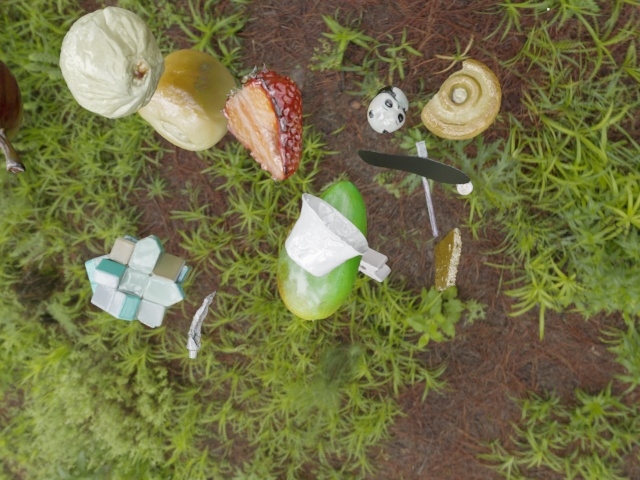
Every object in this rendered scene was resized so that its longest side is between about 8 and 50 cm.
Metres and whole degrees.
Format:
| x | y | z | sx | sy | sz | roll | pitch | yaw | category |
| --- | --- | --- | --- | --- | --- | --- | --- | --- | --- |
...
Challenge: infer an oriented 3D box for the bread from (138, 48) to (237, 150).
| x | y | z | sx | sy | sz | roll | pitch | yaw | category |
| --- | --- | --- | --- | --- | --- | --- | --- | --- | --- |
| -0.485 | -0.537 | 1.752 | 0.348 | 0.376 | 0.253 | 34 | 138 | -18 | bread |

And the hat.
| x | y | z | sx | sy | sz | roll | pitch | yaw | category |
| --- | --- | --- | --- | --- | --- | --- | --- | --- | --- |
| 0.000 | 0.000 | 1.045 | 0.203 | 0.203 | 0.126 | 42 | 108 | 2 | hat |

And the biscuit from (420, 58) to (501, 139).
| x | y | z | sx | sy | sz | roll | pitch | yaw | category |
| --- | --- | --- | --- | --- | --- | --- | --- | --- | --- |
| 0.488 | -0.459 | 1.546 | 0.213 | 0.091 | 0.274 | 37 | 89 | 12 | biscuit |

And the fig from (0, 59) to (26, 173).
| x | y | z | sx | sy | sz | roll | pitch | yaw | category |
| --- | --- | --- | --- | --- | --- | --- | --- | --- | --- |
| -0.654 | -0.235 | 0.902 | 0.321 | 0.217 | 0.217 | 38 | 125 | 16 | fig |

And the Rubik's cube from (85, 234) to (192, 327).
| x | y | z | sx | sy | sz | roll | pitch | yaw | category |
| --- | --- | --- | --- | --- | --- | --- | --- | --- | --- |
| -0.463 | 0.090 | 1.176 | 0.265 | 0.213 | 0.224 | 28 | 84 | -6 | Rubik's cube |

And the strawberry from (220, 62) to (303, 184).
| x | y | z | sx | sy | sz | roll | pitch | yaw | category |
| --- | --- | --- | --- | --- | --- | --- | --- | --- | --- |
| -0.118 | -0.335 | 1.265 | 0.280 | 0.150 | 0.253 | 50 | 144 | 4 | strawberry |

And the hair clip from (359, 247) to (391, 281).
| x | y | z | sx | sy | sz | roll | pitch | yaw | category |
| --- | --- | --- | --- | --- | --- | --- | --- | --- | --- |
| 0.111 | 0.040 | 1.697 | 0.330 | 0.085 | 0.101 | 26 | 151 | 39 | hair clip |

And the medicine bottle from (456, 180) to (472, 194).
| x | y | z | sx | sy | sz | roll | pitch | yaw | category |
| --- | --- | --- | --- | --- | --- | --- | --- | --- | --- |
| 0.511 | -0.202 | 1.652 | 0.052 | 0.089 | 0.052 | 4 | 119 | 7 | medicine bottle |

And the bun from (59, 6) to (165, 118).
| x | y | z | sx | sy | sz | roll | pitch | yaw | category |
| --- | --- | --- | --- | --- | --- | --- | --- | --- | --- |
| -0.401 | -0.354 | 0.940 | 0.134 | 0.220 | 0.220 | 29 | 124 | 17 | bun |

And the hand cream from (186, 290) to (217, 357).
| x | y | z | sx | sy | sz | roll | pitch | yaw | category |
| --- | --- | --- | --- | --- | --- | --- | --- | --- | --- |
| -0.431 | 0.303 | 1.663 | 0.050 | 0.084 | 0.257 | 20 | 102 | 13 | hand cream |

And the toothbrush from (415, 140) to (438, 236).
| x | y | z | sx | sy | sz | roll | pitch | yaw | category |
| --- | --- | --- | --- | --- | --- | --- | --- | --- | --- |
| 0.357 | -0.162 | 1.522 | 0.029 | 0.024 | 0.354 | -12 | 121 | 12 | toothbrush |

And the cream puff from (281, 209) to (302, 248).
| x | y | z | sx | sy | sz | roll | pitch | yaw | category |
| --- | --- | --- | --- | --- | --- | --- | --- | --- | --- |
| -0.012 | 0.006 | 1.438 | 0.196 | 0.244 | 0.244 | 18 | 122 | 0 | cream puff |

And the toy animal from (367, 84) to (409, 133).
| x | y | z | sx | sy | sz | roll | pitch | yaw | category |
| --- | --- | --- | --- | --- | --- | --- | --- | --- | --- |
| 0.255 | -0.471 | 1.714 | 0.138 | 0.179 | 0.166 | -32 | 110 | 37 | toy animal |

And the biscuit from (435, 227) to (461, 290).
| x | y | z | sx | sy | sz | roll | pitch | yaw | category |
| --- | --- | --- | --- | --- | --- | --- | --- | --- | --- |
| 0.321 | 0.054 | 1.165 | 0.026 | 0.237 | 0.131 | 0 | 79 | 2 | biscuit |

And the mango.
| x | y | z | sx | sy | sz | roll | pitch | yaw | category |
| --- | --- | --- | --- | --- | --- | --- | --- | --- | --- |
| 0.010 | 0.025 | 1.223 | 0.201 | 0.225 | 0.382 | 20 | 90 | 57 | mango |

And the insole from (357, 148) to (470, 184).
| x | y | z | sx | sy | sz | roll | pitch | yaw | category |
| --- | --- | --- | --- | --- | --- | --- | --- | --- | --- |
| 0.250 | -0.209 | 1.289 | 0.348 | 0.009 | 0.119 | 19 | 166 | 37 | insole |
